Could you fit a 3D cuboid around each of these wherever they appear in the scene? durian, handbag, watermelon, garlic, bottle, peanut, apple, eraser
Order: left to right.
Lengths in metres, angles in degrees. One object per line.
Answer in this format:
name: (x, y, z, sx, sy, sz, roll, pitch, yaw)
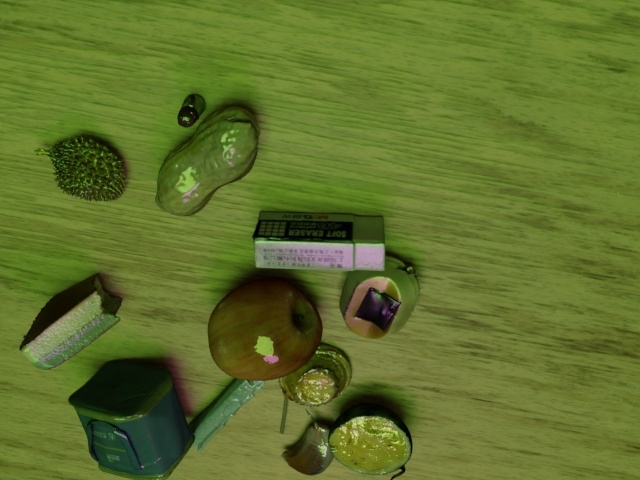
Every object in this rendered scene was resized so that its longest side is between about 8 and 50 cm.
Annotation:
durian: (-0.524, -0.157, 1.625, 0.208, 0.102, 0.146, 25, 125, -6)
handbag: (-0.479, 0.459, 1.908, 0.263, 0.222, 0.241, 1, 120, 25)
bottle: (-0.268, -0.264, 1.536, 0.047, 0.101, 0.063, -5, 120, 8)
peanut: (-0.241, -0.158, 1.582, 0.313, 0.149, 0.149, -38, 111, 26)
apple: (-0.133, 0.212, 1.751, 0.241, 0.242, 0.242, -23, 117, 31)
garlic: (-0.019, 0.548, 2.015, 0.128, 0.090, 0.198, 26, 125, 3)
eraser: (0.000, 0.000, 1.658, 0.287, 0.130, 0.086, 1, 123, 3)
watermelon: (0.137, 0.507, 1.949, 0.232, 0.127, 0.204, 28, 119, -10)

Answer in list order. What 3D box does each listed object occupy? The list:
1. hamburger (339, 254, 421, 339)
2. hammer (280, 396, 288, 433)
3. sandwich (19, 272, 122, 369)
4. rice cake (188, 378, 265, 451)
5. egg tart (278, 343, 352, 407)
hamburger: (0.136, 0.133, 1.741, 0.173, 0.116, 0.210, 19, 125, 3)
hammer: (-0.083, 0.446, 1.996, 0.060, 0.028, 0.195, 4, 124, -6)
sandwich: (-0.575, 0.190, 1.764, 0.186, 0.220, 0.108, -24, 115, 18)
rice cake: (-0.251, 0.438, 1.977, 0.063, 0.066, 0.336, 29, 120, -22)
egg tart: (-0.012, 0.354, 1.890, 0.191, 0.074, 0.191, -2, 118, -4)
